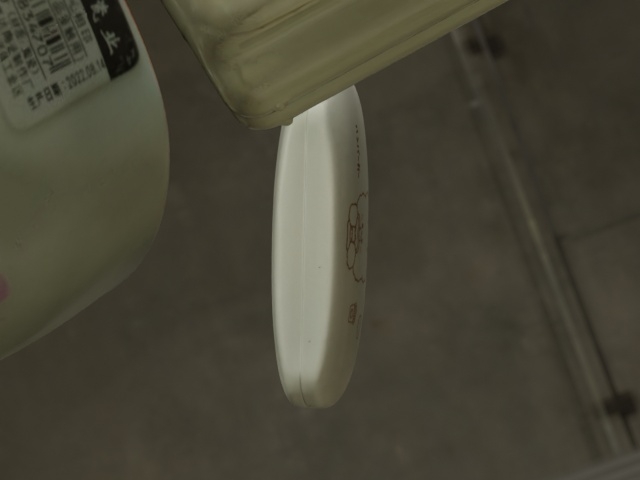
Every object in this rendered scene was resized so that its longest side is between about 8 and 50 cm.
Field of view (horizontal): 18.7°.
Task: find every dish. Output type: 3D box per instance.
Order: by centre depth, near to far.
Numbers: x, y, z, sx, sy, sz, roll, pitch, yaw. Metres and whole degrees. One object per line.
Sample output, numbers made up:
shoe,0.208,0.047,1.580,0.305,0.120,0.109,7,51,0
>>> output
dish,-0.185,-0.043,0.629,0.256,0.256,0.117,-29,11,41

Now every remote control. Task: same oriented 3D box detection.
remote control,0.071,-0.098,0.445,0.230,0.049,0.090,-29,-6,1

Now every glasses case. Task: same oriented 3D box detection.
glasses case,0.000,0.000,1.111,0.049,0.193,0.074,5,9,14
